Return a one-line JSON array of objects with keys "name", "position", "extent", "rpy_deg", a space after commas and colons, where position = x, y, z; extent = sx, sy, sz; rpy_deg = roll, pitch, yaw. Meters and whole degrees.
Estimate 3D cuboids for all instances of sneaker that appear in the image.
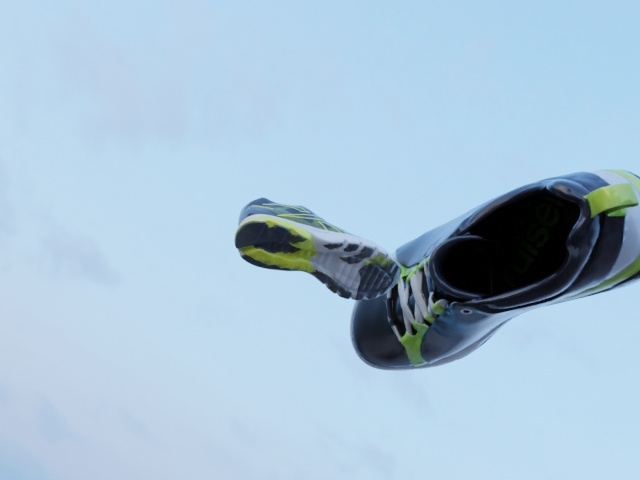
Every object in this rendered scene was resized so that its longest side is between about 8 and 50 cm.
[{"name": "sneaker", "position": [0.000, 0.000, 0.416], "extent": [0.083, 0.035, 0.031], "rpy_deg": [21, -61, -22]}, {"name": "sneaker", "position": [0.083, 0.014, 0.524], "extent": [0.097, 0.084, 0.234], "rpy_deg": [4, -27, -43]}]
